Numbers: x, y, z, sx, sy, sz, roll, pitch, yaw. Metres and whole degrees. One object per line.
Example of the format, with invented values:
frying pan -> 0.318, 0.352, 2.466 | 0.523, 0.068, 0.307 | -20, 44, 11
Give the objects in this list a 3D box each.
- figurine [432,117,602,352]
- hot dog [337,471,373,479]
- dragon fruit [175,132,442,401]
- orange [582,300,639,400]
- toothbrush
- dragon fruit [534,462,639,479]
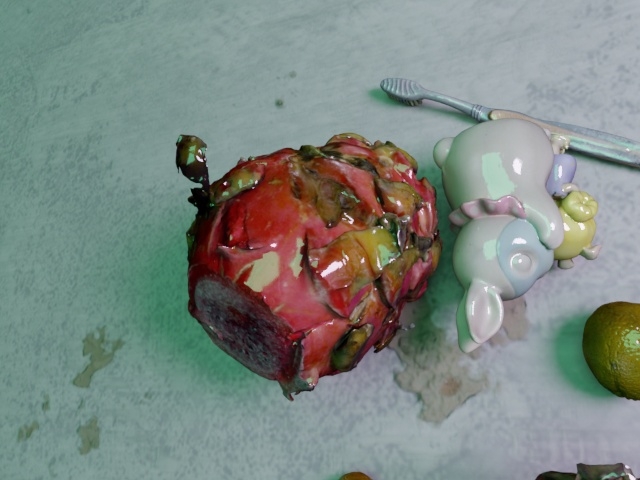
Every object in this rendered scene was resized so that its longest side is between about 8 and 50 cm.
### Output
figurine -> 0.204, -0.002, 0.591 | 0.155, 0.127, 0.236 | 5, 69, -12
hot dog -> 0.067, 0.322, 0.548 | 0.047, 0.066, 0.216 | -58, 27, 22
dragon fruit -> 0.000, 0.000, 0.612 | 0.269, 0.250, 0.291 | 34, 56, 14
orange -> 0.300, 0.106, 0.542 | 0.085, 0.085, 0.095 | 0, 82, 23
toothbrush -> 0.238, -0.141, 0.672 | 0.375, 0.037, 0.028 | 23, 85, 26
dragon fruit -> 0.219, 0.324, 0.387 | 0.329, 0.329, 0.330 | -7, 72, 21
